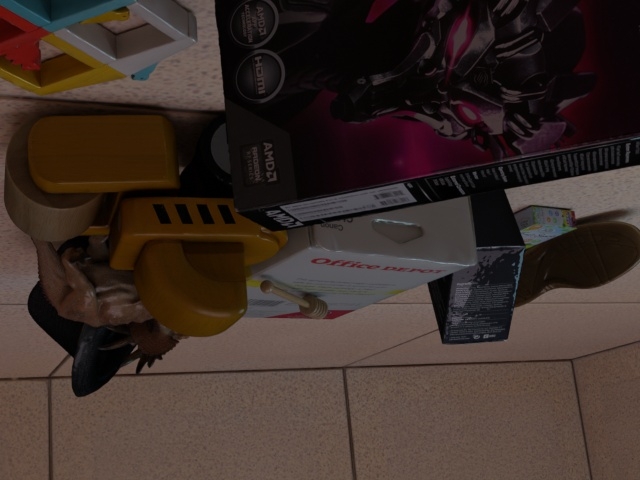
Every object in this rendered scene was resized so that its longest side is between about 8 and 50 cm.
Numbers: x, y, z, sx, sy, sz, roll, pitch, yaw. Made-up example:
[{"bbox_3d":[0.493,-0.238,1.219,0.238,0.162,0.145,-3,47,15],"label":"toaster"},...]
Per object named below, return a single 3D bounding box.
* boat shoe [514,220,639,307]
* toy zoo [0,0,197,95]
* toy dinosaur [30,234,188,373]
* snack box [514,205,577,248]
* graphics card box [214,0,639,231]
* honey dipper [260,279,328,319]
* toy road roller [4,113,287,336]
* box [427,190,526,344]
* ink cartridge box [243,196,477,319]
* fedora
[{"bbox_3d":[0.473,0.032,1.785,0.342,0.123,0.123,-30,-178,45],"label":"boat shoe"},{"bbox_3d":[-0.243,-0.197,0.818,0.192,0.030,0.293,-13,163,24],"label":"toy zoo"},{"bbox_3d":[-0.288,0.081,1.283,0.296,0.127,0.200,22,131,-18],"label":"toy dinosaur"},{"bbox_3d":[0.365,-0.020,1.651,0.100,0.037,0.141,3,162,-31],"label":"snack box"},{"bbox_3d":[0.106,-0.153,0.724,0.371,0.232,0.094,-9,168,16],"label":"graphics card box"},{"bbox_3d":[-0.038,0.081,1.291,0.031,0.030,0.161,-13,160,25],"label":"honey dipper"},{"bbox_3d":[-0.201,-0.010,1.110,0.330,0.240,0.202,0,163,-19],"label":"toy road roller"},{"bbox_3d":[0.234,0.036,1.442,0.108,0.153,0.207,-3,133,-4],"label":"box"},{"bbox_3d":[0.000,0.000,1.365,0.279,0.160,0.385,6,162,-32],"label":"ink cartridge box"},{"bbox_3d":[-0.363,0.089,1.501,0.153,0.334,0.334,28,163,3],"label":"fedora"}]
